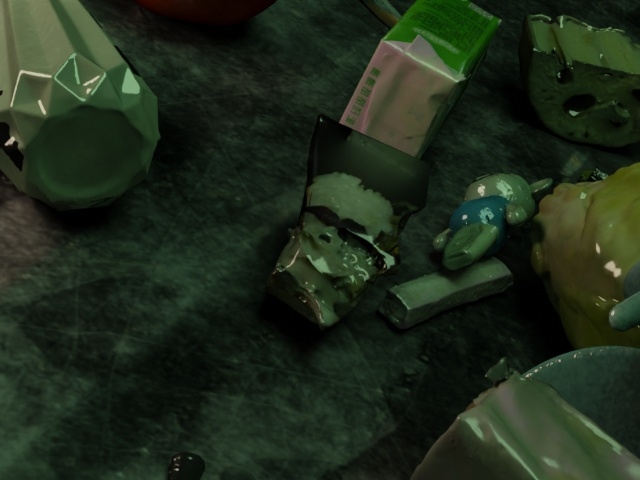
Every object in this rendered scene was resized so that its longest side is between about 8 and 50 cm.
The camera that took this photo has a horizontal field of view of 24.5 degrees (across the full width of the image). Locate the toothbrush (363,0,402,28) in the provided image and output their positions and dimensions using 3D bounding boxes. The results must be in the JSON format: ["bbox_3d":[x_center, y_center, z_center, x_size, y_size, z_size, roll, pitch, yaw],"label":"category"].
[{"bbox_3d":[0.027,-0.401,2.120,0.028,0.037,0.375,-9,49,-40],"label":"toothbrush"}]

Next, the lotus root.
[{"bbox_3d":[0.366,-0.216,2.008,0.234,0.138,0.119,17,28,-16],"label":"lotus root"}]

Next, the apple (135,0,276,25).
[{"bbox_3d":[-0.147,-0.388,1.790,0.260,0.217,0.260,18,33,-12],"label":"apple"}]

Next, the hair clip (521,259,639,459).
[{"bbox_3d":[0.375,0.143,1.246,0.318,0.392,0.238,63,2,22],"label":"hair clip"}]

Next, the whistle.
[{"bbox_3d":[0.179,-0.023,1.606,0.077,0.114,0.235,66,28,-10],"label":"whistle"}]

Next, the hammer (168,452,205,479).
[{"bbox_3d":[-0.125,0.234,1.084,0.103,0.029,0.246,23,30,-8],"label":"hammer"}]

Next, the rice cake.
[{"bbox_3d":[0.135,0.051,1.538,0.047,0.036,0.206,46,35,21],"label":"rice cake"}]

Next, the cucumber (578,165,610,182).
[{"bbox_3d":[0.387,-0.050,1.879,0.135,0.033,0.034,40,1,16],"label":"cucumber"}]

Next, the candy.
[{"bbox_3d":[0.165,0.221,1.174,0.195,0.185,0.137,40,29,21],"label":"candy"}]

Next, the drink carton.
[{"bbox_3d":[0.122,-0.197,1.767,0.108,0.161,0.271,29,32,3],"label":"drink carton"}]

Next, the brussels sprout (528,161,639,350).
[{"bbox_3d":[0.378,0.048,1.551,0.273,0.243,0.317,-15,42,-12],"label":"brussels sprout"}]

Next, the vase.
[{"bbox_3d":[-0.270,-0.179,1.469,0.165,0.165,0.360,9,32,-28],"label":"vase"}]

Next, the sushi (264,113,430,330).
[{"bbox_3d":[0.014,0.015,1.455,0.134,0.109,0.273,25,46,-11],"label":"sushi"}]
